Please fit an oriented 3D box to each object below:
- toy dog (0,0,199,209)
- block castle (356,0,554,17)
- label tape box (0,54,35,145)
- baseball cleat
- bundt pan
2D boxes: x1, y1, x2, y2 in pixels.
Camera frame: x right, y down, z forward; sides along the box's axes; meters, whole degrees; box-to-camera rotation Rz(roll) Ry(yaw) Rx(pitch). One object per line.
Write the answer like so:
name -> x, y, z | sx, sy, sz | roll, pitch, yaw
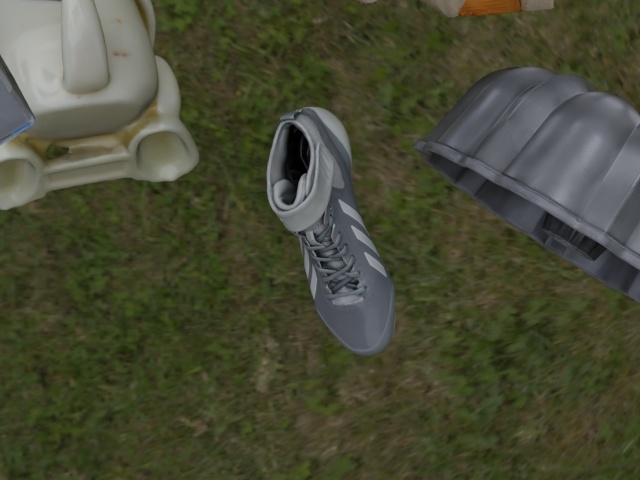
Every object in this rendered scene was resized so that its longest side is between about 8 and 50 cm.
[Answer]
toy dog -> -0.347, -0.293, 1.532 | 0.284, 0.395, 0.408 | -15, 71, -4
block castle -> 0.197, -0.380, 1.045 | 0.453, 0.213, 0.303 | -8, 122, -3
label tape box -> -0.300, -0.216, 0.631 | 0.115, 0.348, 0.249 | -30, 49, -8
baseball cleat -> 0.000, 0.000, 0.957 | 0.072, 0.109, 0.206 | -16, 93, 24
bundt pan -> 0.255, -0.046, 1.102 | 0.331, 0.331, 0.124 | 34, 91, 16
